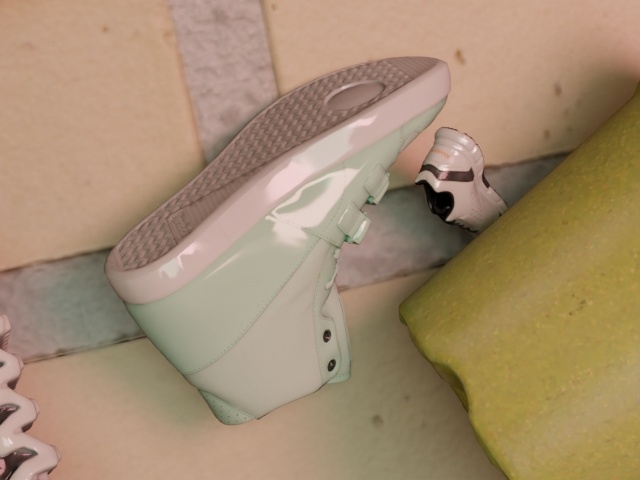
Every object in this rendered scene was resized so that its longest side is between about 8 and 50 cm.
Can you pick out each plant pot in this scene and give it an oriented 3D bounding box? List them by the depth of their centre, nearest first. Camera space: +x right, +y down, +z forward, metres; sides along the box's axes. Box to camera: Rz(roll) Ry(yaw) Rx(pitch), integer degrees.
[{"bbox_3d":[0.197,0.045,0.804,0.254,0.276,0.276,-35,97,3],"label":"plant pot"}]

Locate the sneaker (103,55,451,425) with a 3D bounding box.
[{"bbox_3d":[-0.001,0.000,0.843,0.256,0.094,0.151,-40,121,-22],"label":"sneaker"}]

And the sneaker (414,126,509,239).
[{"bbox_3d":[0.087,-0.024,0.853,0.043,0.040,0.109,-56,139,-18],"label":"sneaker"}]

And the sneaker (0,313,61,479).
[{"bbox_3d":[-0.217,0.095,0.751,0.118,0.110,0.292,-21,76,-17],"label":"sneaker"}]
